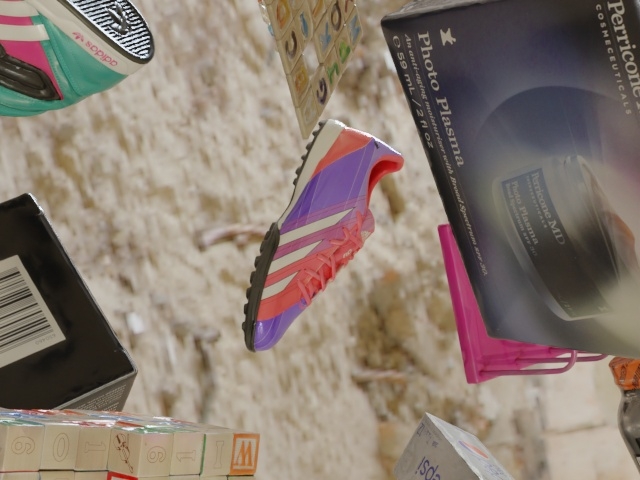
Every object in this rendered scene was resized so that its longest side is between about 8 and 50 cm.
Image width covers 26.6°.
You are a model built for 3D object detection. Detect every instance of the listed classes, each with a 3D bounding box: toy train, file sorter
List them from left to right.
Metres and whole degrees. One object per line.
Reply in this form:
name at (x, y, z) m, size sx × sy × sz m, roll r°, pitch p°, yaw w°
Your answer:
toy train at (-0.059, -0.317, 1.762) m, size 0.166 × 0.046 × 0.125 m, roll 17°, pitch 55°, yaw -88°
file sorter at (0.327, 0.048, 1.701) m, size 0.290 × 0.182 × 0.202 m, roll -12°, pitch 92°, yaw -40°

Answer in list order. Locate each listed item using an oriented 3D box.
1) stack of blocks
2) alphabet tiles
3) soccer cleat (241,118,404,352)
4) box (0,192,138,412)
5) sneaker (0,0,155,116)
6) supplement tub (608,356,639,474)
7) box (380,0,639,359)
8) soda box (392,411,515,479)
stack of blocks at (-0.222, 0.220, 1.336) m, size 0.297 × 0.171 × 0.087 m, roll 11°, pitch 84°, yaw -50°
alphabet tiles at (-0.010, -0.255, 1.363) m, size 0.198 × 0.009 × 0.237 m, roll -64°, pitch 149°, yaw -44°
soccer cleat at (0.000, 0.000, 1.641) m, size 0.109 × 0.116 × 0.318 m, roll 93°, pitch 18°, yaw -65°
box at (-0.435, 0.180, 1.842) m, size 0.294 × 0.212 × 0.395 m, roll 56°, pitch -30°, yaw 16°
sneaker at (-0.314, -0.220, 1.227) m, size 0.295 × 0.178 × 0.124 m, roll 42°, pitch 30°, yaw -24°
supplement tub at (0.446, 0.244, 1.455) m, size 0.316 × 0.193 × 0.193 m, roll 65°, pitch 14°, yaw 2°
box at (0.232, -0.077, 1.033) m, size 0.294 × 0.182 × 0.296 m, roll 3°, pitch -63°, yaw 59°
soda box at (0.185, 0.321, 1.686) m, size 0.091 × 0.098 × 0.286 m, roll 27°, pitch 6°, yaw -18°
